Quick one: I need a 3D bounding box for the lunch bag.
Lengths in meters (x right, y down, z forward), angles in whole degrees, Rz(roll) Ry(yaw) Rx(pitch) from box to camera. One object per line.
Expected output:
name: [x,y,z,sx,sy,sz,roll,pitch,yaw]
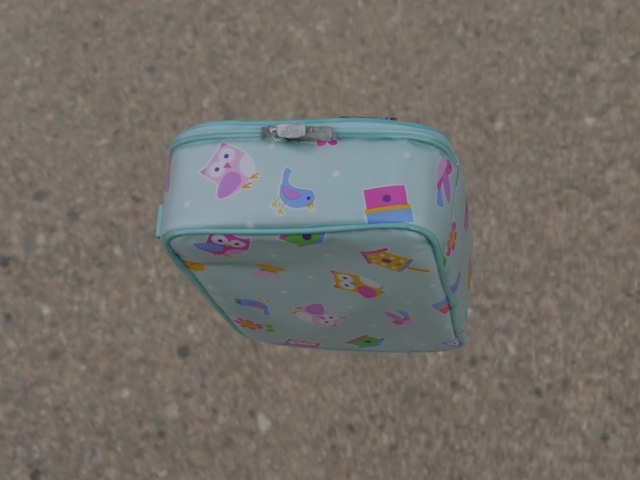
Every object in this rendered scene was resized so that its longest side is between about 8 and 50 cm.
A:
lunch bag: [0.000,0.000,0.974,0.224,0.279,0.108,3,67,13]
